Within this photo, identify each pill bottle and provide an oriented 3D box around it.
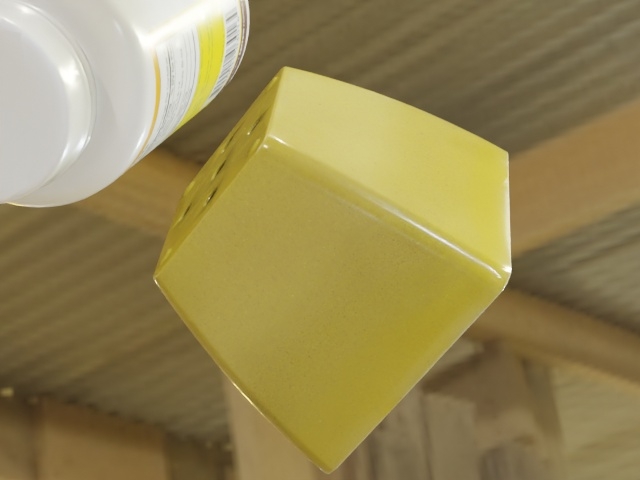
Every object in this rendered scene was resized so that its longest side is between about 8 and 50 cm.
[{"bbox_3d":[-0.116,-0.087,0.801,0.117,0.117,0.215,-21,12,21],"label":"pill bottle"}]

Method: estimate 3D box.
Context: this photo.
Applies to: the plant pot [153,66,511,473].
[{"bbox_3d":[0.000,0.000,1.257,0.187,0.212,0.212,34,-64,-13],"label":"plant pot"}]
